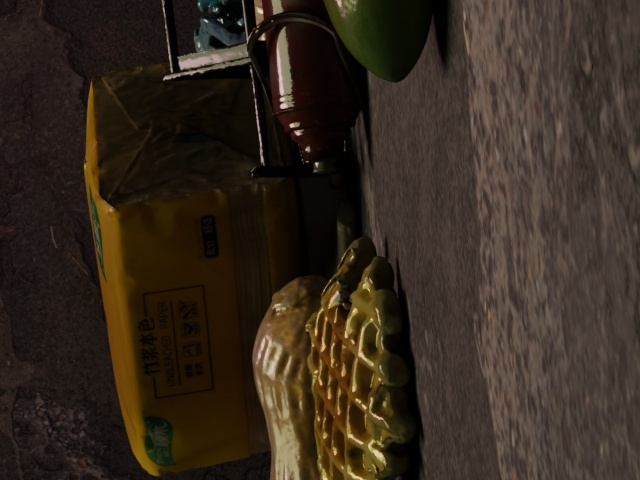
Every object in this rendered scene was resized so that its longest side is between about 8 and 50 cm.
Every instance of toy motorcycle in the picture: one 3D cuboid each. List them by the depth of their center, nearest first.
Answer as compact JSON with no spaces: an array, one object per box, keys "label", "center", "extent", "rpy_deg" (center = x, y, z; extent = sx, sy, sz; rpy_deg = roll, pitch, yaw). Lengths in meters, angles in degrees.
[{"label":"toy motorcycle","center":[-0.085,-0.265,2.282],"extent":[0.206,0.154,0.260],"rpy_deg":[60,179,22]}]

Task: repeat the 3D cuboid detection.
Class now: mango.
[{"label":"mango","center":[0.030,-0.232,1.132],"extent":[0.137,0.091,0.237],"rpy_deg":[81,176,-68]}]

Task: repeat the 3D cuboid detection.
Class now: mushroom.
[{"label":"mushroom","center":[0.023,0.046,1.807],"extent":[0.059,0.054,0.202],"rpy_deg":[-113,23,-58]}]

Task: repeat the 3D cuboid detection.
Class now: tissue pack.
[{"label":"tissue pack","center":[-0.139,0.025,1.897],"extent":[0.293,0.228,0.382],"rpy_deg":[-104,10,-54]}]

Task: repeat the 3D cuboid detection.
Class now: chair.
[{"label":"chair","center":[-0.065,-0.190,1.729],"extent":[0.141,0.154,0.260],"rpy_deg":[-5,92,42]}]

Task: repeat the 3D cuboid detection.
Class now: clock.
[{"label":"clock","center":[0.000,0.000,1.927],"extent":[0.155,0.063,0.229],"rpy_deg":[93,169,-67]}]

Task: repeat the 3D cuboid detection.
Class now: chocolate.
[{"label":"chocolate","center":[-0.002,0.190,1.746],"extent":[0.134,0.134,0.309],"rpy_deg":[-151,55,-85]}]

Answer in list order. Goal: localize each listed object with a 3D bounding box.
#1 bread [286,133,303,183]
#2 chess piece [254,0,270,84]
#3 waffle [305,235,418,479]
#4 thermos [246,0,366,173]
[{"label":"bread","center":[-0.025,-0.064,2.035],"extent":[0.074,0.084,0.139],"rpy_deg":[-147,51,-83]},{"label":"chess piece","center":[-0.043,-0.296,1.885],"extent":[0.117,0.117,0.397],"rpy_deg":[-101,5,-55]},{"label":"waffle","center":[0.034,0.133,1.541],"extent":[0.261,0.056,0.250],"rpy_deg":[118,151,-56]},{"label":"thermos","center":[-0.005,-0.180,1.624],"extent":[0.124,0.099,0.232],"rpy_deg":[-4,-94,-64]}]
